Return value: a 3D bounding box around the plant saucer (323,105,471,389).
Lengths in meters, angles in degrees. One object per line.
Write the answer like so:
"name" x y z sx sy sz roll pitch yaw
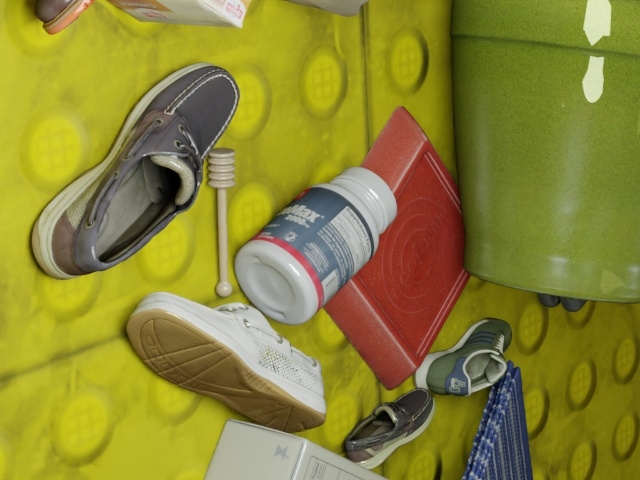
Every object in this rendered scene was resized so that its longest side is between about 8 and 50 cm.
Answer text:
"plant saucer" 0.107 0.015 1.837 0.258 0.048 0.259 -58 135 -23

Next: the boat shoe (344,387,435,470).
"boat shoe" 0.086 0.222 1.851 0.152 0.056 0.049 -40 132 -37

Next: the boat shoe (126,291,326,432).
"boat shoe" -0.096 0.111 1.596 0.277 0.098 0.096 38 45 -42

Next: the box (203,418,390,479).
"box" 0.004 0.320 1.725 0.311 0.121 0.148 35 71 -47

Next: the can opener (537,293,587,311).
"can opener" 0.415 0.022 2.176 0.283 0.076 0.095 -44 128 -33

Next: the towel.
"towel" 0.222 0.340 1.966 0.336 0.040 0.243 -59 143 -55

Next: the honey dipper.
"honey dipper" -0.104 -0.016 1.599 0.030 0.030 0.160 -17 114 -47

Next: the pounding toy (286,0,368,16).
"pounding toy" -0.005 -0.327 1.533 0.154 0.269 0.154 20 81 -10

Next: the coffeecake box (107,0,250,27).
"coffeecake box" -0.114 -0.300 1.433 0.068 0.142 0.185 28 76 -48

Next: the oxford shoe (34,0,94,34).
"oxford shoe" -0.212 -0.315 1.374 0.098 0.097 0.271 29 71 -28

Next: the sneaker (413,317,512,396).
"sneaker" 0.209 0.156 1.956 0.192 0.086 0.064 -23 115 -45

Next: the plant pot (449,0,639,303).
"plant pot" 0.310 -0.115 1.800 0.366 0.366 0.353 1 98 -50

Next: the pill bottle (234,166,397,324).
"pill bottle" 0.000 0.000 1.661 0.180 0.108 0.108 -44 128 -36

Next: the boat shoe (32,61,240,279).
"boat shoe" -0.158 -0.065 1.472 0.285 0.092 0.103 -48 131 -31
